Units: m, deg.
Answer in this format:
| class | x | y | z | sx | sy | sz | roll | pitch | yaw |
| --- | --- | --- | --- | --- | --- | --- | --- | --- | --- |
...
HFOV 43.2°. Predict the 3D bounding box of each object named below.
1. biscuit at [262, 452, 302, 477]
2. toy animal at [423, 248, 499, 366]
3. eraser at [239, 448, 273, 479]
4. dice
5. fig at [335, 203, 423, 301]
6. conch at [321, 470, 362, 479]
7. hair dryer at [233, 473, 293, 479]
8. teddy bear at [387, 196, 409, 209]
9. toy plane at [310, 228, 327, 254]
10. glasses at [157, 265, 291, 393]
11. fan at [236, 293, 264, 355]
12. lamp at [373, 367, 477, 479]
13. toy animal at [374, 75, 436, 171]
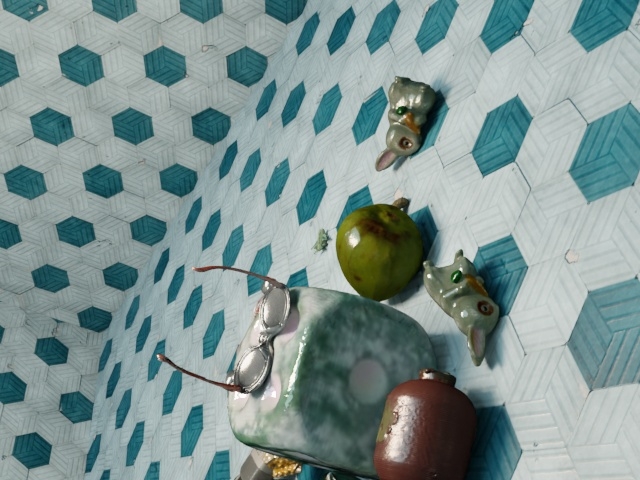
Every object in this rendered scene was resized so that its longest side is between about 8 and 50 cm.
| class | x | y | z | sx | sy | sz | roll | pitch | yaw |
| --- | --- | --- | --- | --- | --- | --- | --- | --- | --- |
| biscuit | -0.074 | 0.378 | 1.952 | 0.094 | 0.054 | 0.379 | -27 | 43 | 37 |
| toy animal | 0.291 | 0.131 | 1.577 | 0.108 | 0.138 | 0.236 | -27 | 57 | -3 |
| eraser | -0.075 | 0.459 | 1.992 | 0.352 | 0.061 | 0.089 | -54 | 26 | 3 |
| dice | 0.018 | 0.300 | 1.680 | 0.348 | 0.328 | 0.330 | -20 | 51 | 58 |
| fig | 0.128 | 0.036 | 1.861 | 0.203 | 0.203 | 0.225 | -108 | 26 | -56 |
| conch | 0.054 | 0.574 | 1.603 | 0.202 | 0.134 | 0.196 | -57 | 34 | 36 |
| hair dryer | -0.140 | 0.626 | 1.970 | 0.271 | 0.091 | 0.235 | -23 | 12 | 38 |
| teddy bear | 0.162 | -0.037 | 1.987 | 0.119 | 0.078 | 0.160 | -30 | 42 | 48 |
| toy plane | 0.002 | 0.001 | 2.338 | 0.080 | 0.033 | 0.083 | -36 | 31 | 50 |
| glasses | -0.190 | 0.154 | 1.524 | 0.118 | 0.268 | 0.234 | 17 | 82 | 47 |
| fan | -0.187 | 0.267 | 2.444 | 0.244 | 0.074 | 0.130 | -58 | 26 | 21 |
| lamp | 0.189 | 0.365 | 1.471 | 0.180 | 0.180 | 0.258 | -13 | 58 | 61 |
| toy animal | 0.218 | -0.287 | 2.077 | 0.125 | 0.127 | 0.251 | 37 | 118 | 53 |
